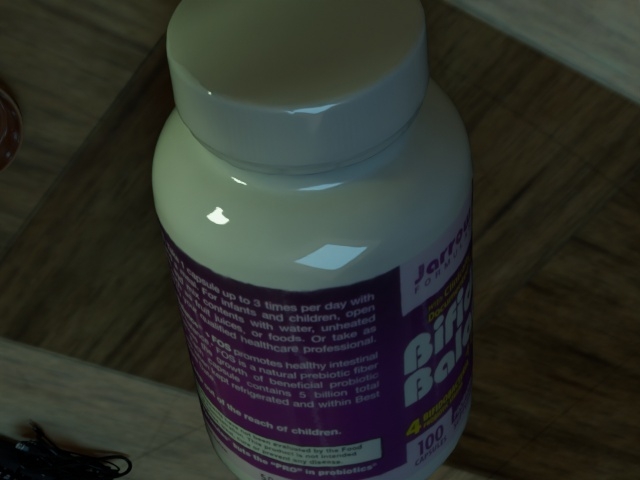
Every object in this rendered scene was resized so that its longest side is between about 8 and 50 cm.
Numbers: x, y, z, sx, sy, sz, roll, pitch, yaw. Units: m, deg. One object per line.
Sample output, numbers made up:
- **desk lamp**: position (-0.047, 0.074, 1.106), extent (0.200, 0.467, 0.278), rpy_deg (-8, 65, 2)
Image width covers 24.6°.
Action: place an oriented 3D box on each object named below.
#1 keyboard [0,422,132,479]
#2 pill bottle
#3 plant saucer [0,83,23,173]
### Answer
- **keyboard**: position (-0.203, 0.172, 0.995), extent (0.100, 0.038, 0.192), rpy_deg (-44, 133, 18)
- **pill bottle**: position (0.000, 0.000, 0.801), extent (0.169, 0.169, 0.301), rpy_deg (-13, 137, -6)
- **plant saucer**: position (-0.201, -0.060, 0.784), extent (0.083, 0.013, 0.083), rpy_deg (-10, 136, -10)
